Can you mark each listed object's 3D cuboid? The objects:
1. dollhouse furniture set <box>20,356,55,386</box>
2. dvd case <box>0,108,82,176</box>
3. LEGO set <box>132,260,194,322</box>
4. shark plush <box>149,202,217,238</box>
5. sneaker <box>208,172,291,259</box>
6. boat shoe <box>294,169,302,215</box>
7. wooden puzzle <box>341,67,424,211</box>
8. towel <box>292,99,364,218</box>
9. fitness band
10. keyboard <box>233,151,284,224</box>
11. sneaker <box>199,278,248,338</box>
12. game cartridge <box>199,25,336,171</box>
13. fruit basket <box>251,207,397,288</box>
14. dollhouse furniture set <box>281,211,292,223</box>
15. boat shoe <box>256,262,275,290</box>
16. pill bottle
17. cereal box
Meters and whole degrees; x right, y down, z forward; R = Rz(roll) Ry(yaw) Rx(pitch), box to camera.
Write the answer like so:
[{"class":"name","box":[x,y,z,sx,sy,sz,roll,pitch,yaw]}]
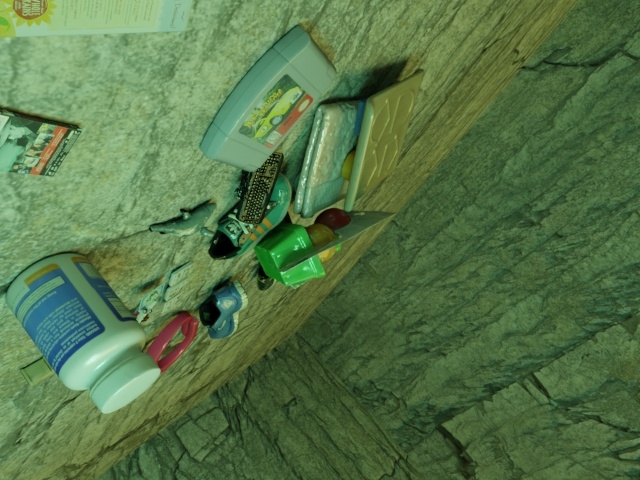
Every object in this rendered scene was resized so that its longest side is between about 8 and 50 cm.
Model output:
[{"class":"dollhouse furniture set","box":[-0.553,0.293,1.034,0.182,0.161,0.101,-34,163,-39]},{"class":"dvd case","box":[-0.381,-0.123,0.582,0.087,0.013,0.119,-48,167,17]},{"class":"LEGO set","box":[-0.456,0.160,1.205,0.244,0.060,0.182,-42,166,-49]},{"class":"shark plush","box":[-0.309,-0.046,1.015,0.161,0.073,0.067,-7,126,-34]},{"class":"sneaker","box":[-0.187,-0.048,1.173,0.302,0.108,0.121,-50,170,30]},{"class":"boat shoe","box":[-0.029,-0.160,1.384,0.228,0.080,0.076,92,16,-57]},{"class":"wooden puzzle","box":[0.157,-0.288,1.251,0.348,0.081,0.322,-45,155,-44]},{"class":"towel","box":[0.062,-0.238,1.270,0.332,0.054,0.316,-29,143,-52]},{"class":"fitness band","box":[-0.503,0.350,1.515,0.209,0.054,0.290,-46,171,-37]},{"class":"keyboard","box":[-0.150,-0.120,1.062,0.100,0.038,0.191,6,116,-34]},{"class":"sneaker","box":[-0.372,0.259,1.611,0.147,0.129,0.330,-16,150,-34]},{"class":"game cartridge","box":[-0.101,-0.264,0.891,0.294,0.060,0.196,-47,162,13]},{"class":"fruit basket","box":[0.000,0.000,1.294,0.353,0.165,0.327,-23,-166,-21]},{"class":"dollhouse furniture set","box":[-0.163,-0.061,1.392,0.152,0.058,0.076,-9,156,-34]},{"class":"boat shoe","box":[-0.206,0.115,1.696,0.069,0.081,0.227,-27,152,-43]},{"class":"pill bottle","box":[-0.415,0.166,0.806,0.152,0.272,0.152,-41,166,-12]},{"class":"cereal box","box":[-0.224,-0.292,0.446,0.240,0.047,0.173,-30,162,-45]}]
